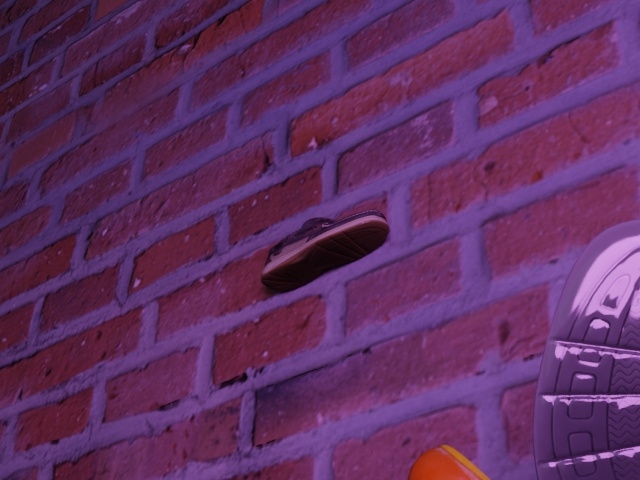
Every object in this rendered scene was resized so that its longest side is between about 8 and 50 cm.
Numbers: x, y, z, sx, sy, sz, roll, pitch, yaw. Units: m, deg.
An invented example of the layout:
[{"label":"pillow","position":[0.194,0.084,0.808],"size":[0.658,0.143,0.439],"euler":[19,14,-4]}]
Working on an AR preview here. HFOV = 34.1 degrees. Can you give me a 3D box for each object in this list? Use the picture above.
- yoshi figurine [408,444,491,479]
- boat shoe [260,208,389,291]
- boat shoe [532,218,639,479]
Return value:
[{"label":"yoshi figurine","position":[0.001,0.305,0.677],"size":[0.362,0.203,0.203],"euler":[-51,-4,-9]},{"label":"boat shoe","position":[0.000,0.000,1.026],"size":[0.152,0.056,0.049],"euler":[-26,51,29]},{"label":"boat shoe","position":[0.184,0.148,0.593],"size":[0.118,0.103,0.320],"euler":[-3,90,12]}]
